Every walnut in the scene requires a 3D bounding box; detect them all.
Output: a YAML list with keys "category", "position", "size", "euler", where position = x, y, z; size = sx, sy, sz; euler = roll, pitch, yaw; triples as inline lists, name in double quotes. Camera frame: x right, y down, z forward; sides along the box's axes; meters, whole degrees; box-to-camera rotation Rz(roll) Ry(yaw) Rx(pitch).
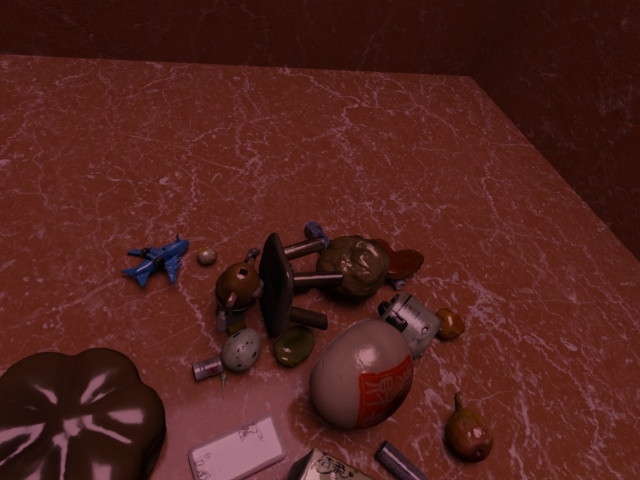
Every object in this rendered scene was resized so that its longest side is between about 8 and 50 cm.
- category: "walnut"
  position: [0.135, 0.110, 1.697]
  size: [0.276, 0.253, 0.282]
  euler: [14, 56, 26]

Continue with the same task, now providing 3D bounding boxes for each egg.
- category: "egg"
  position: [-0.454, 0.060, 1.668]
  size: [0.083, 0.071, 0.071]
  euler: [-14, 58, -32]
- category: "egg"
  position: [-0.273, 0.374, 1.440]
  size: [0.131, 0.131, 0.164]
  euler: [24, 36, 2]

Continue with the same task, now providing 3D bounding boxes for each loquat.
- category: "loquat"
  position: [0.541, 0.351, 1.741]
  size: [0.137, 0.113, 0.137]
  euler: [27, 31, -18]

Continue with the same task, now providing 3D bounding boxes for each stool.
- category: "stool"
  position: [-0.090, 0.161, 1.529]
  size: [0.226, 0.311, 0.310]
  euler: [3, 34, -22]

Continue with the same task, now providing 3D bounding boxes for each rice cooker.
- category: "rice cooker"
  position: [0.326, 0.330, 1.618]
  size: [0.244, 0.226, 0.226]
  euler: [42, 52, 13]

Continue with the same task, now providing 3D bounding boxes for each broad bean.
- category: "broad bean"
  position: [-0.095, 0.384, 1.518]
  size: [0.174, 0.082, 0.124]
  euler: [-33, 66, -34]

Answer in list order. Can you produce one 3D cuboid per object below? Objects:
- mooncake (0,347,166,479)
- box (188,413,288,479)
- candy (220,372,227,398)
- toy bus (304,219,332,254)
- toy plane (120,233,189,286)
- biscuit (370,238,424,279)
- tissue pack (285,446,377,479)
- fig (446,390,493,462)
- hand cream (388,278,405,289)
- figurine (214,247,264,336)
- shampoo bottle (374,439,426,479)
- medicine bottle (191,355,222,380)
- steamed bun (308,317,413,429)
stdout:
- category: "mooncake"
  position: [-0.659, 0.516, 1.110]
  size: [0.466, 0.262, 0.467]
  euler: [10, 48, -11]
- category: "box"
  position: [-0.250, 0.654, 1.276]
  size: [0.284, 0.044, 0.142]
  euler: [-13, 60, -27]
- category: "candy"
  position: [-0.327, 0.489, 1.398]
  size: [0.025, 0.023, 0.083]
  euler: [-19, 55, 21]
- category: "toy bus"
  position: [0.000, 0.000, 1.865]
  size: [0.064, 0.075, 0.190]
  euler: [-24, 64, -31]
- category: "toy plane"
  position: [-0.615, 0.068, 1.594]
  size: [0.254, 0.105, 0.271]
  euler: [26, 51, 23]
- category: "biscuit"
  position: [0.316, 0.075, 1.905]
  size: [0.277, 0.052, 0.262]
  euler: [35, 41, 31]
- category: "tissue pack"
  position: [0.089, 0.757, 1.113]
  size: [0.404, 0.332, 0.205]
  euler: [29, 51, 5]
- category: "fig"
  position: [0.524, 0.651, 1.490]
  size: [0.159, 0.159, 0.257]
  euler: [16, 32, -5]
- category: "hand cream"
  position: [0.321, 0.145, 1.882]
  size: [0.076, 0.047, 0.174]
  euler: [-9, 47, -24]
- category: "figurine"
  position: [-0.294, 0.185, 1.480]
  size: [0.166, 0.285, 0.343]
  euler: [2, 50, -14]
- category: "shampoo bottle"
  position: [0.279, 0.755, 1.353]
  size: [0.214, 0.072, 0.072]
  euler: [39, 51, 14]
- category: "medicine bottle"
  position: [-0.382, 0.433, 1.399]
  size: [0.091, 0.058, 0.058]
  euler: [-12, 57, -26]
- category: "steamed bun"
  position: [0.154, 0.454, 1.350]
  size: [0.374, 0.375, 0.241]
  euler: [-19, 40, -30]
